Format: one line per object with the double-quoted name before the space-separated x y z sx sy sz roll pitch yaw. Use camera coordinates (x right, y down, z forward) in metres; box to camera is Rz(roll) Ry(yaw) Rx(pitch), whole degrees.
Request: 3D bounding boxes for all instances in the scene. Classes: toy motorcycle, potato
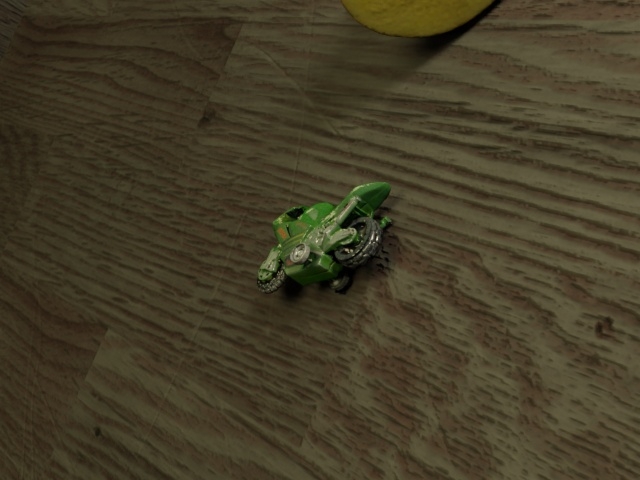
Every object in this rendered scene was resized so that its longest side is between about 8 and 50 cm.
"toy motorcycle" 0.000 0.000 1.106 0.190 0.074 0.106 -20 46 43
"potato" 0.114 -0.335 1.097 0.203 0.178 0.158 -57 18 33
